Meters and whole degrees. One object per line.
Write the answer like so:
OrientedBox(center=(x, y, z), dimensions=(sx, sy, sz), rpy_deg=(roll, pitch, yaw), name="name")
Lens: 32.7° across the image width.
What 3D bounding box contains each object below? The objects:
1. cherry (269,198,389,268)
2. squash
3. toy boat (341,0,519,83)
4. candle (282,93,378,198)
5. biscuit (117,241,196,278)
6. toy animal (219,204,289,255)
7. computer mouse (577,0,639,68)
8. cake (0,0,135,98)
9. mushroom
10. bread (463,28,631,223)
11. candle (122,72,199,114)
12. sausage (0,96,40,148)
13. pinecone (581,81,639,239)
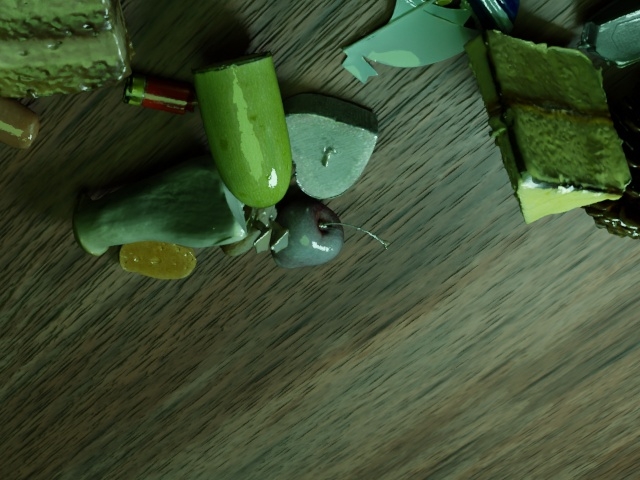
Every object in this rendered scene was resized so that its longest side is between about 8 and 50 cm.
OrientedBox(center=(-0.004, 0.006, 1.925), dimensions=(0.188, 0.115, 0.148), rpy_deg=(26, 104, -30), name="cherry")
OrientedBox(center=(-0.110, -0.164, 1.706), dimensions=(0.132, 0.132, 0.247), rpy_deg=(-12, 106, 6), name="squash")
OrientedBox(center=(0.158, -0.328, 1.690), dimensions=(0.291, 0.067, 0.220), rpy_deg=(-30, 127, 23), name="toy boat")
OrientedBox(center=(0.017, -0.164, 1.810), dimensions=(0.168, 0.068, 0.192), rpy_deg=(-17, 130, 15), name="candle")
OrientedBox(center=(-0.291, 0.020, 1.970), dimensions=(0.140, 0.023, 0.118), rpy_deg=(17, 126, -17), name="biscuit")
OrientedBox(center=(-0.126, -0.061, 1.858), dimensions=(0.089, 0.179, 0.188), rpy_deg=(6, 115, -53), name="toy animal")
OrientedBox(center=(0.511, -0.349, 1.695), dimensions=(0.231, 0.071, 0.126), rpy_deg=(-21, 143, 26), name="computer mouse")
OrientedBox(center=(-0.384, -0.368, 1.537), dimensions=(0.198, 0.196, 0.293), rpy_deg=(-6, 125, -1), name="cake")
OrientedBox(center=(-0.275, -0.045, 1.818), dimensions=(0.328, 0.159, 0.122), rpy_deg=(-13, 135, 19), name="mushroom")
OrientedBox(center=(0.339, -0.184, 1.639), dimensions=(0.198, 0.263, 0.236), rpy_deg=(-21, 159, 18), name="bread")
OrientedBox(center=(-0.248, -0.232, 1.745), dimensions=(0.130, 0.052, 0.052), rpy_deg=(10, 129, -14), name="candle")
OrientedBox(center=(-0.584, -0.247, 1.690), dimensions=(0.326, 0.079, 0.087), rpy_deg=(34, 131, -27), name="sausage")
OrientedBox(center=(0.548, -0.131, 1.773), dimensions=(0.246, 0.246, 0.292), rpy_deg=(15, 118, -16), name="pinecone")
